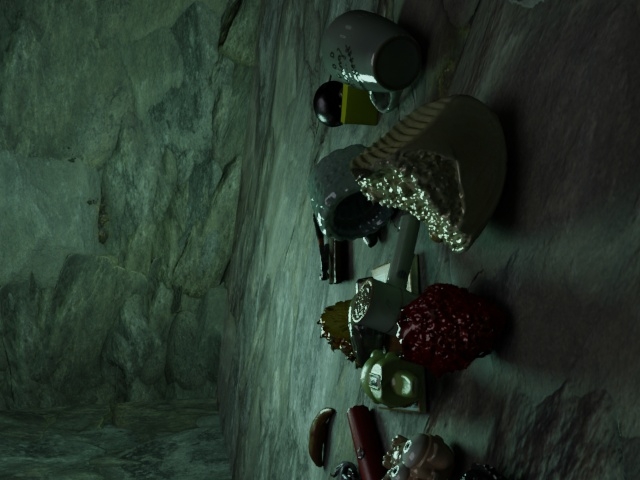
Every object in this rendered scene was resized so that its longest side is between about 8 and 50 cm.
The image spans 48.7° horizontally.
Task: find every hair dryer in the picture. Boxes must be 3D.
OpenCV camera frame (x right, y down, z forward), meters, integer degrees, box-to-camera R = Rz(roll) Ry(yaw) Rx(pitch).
[{"bbox_3d":[0.199,0.043,1.615,0.107,0.173,0.357,150,137,-66],"label":"hair dryer"}]

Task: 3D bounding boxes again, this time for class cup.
[{"bbox_3d":[0.146,-0.421,1.736,0.234,0.186,0.258,45,163,55],"label":"cup"}]

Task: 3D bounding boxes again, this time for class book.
[{"bbox_3d":[0.190,0.236,1.770,0.262,0.028,0.373,150,119,-69],"label":"book"}]

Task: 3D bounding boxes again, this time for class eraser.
[{"bbox_3d":[0.109,-0.375,1.920,0.045,0.097,0.122,-135,46,-65],"label":"eraser"}]

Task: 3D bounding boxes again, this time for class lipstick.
[{"bbox_3d":[0.131,0.577,1.883,0.073,0.073,0.279,110,153,-46],"label":"lipstick"}]

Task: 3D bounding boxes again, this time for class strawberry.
[{"bbox_3d":[0.256,0.162,1.358,0.202,0.187,0.184,-20,43,42],"label":"strawberry"}]

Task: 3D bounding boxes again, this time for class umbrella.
[{"bbox_3d":[0.280,0.535,1.356,0.336,0.128,0.154,101,-176,-51],"label":"umbrella"}]

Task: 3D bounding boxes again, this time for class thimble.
[{"bbox_3d":[0.082,-0.120,1.822,0.250,0.205,0.171,-47,43,39],"label":"thimble"}]

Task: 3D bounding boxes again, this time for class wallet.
[{"bbox_3d":[0.047,0.014,2.195,0.133,0.039,0.243,152,119,-79],"label":"wallet"}]

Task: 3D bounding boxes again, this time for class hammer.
[{"bbox_3d":[0.001,0.000,2.284,0.287,0.033,0.111,-99,9,-55],"label":"hammer"}]

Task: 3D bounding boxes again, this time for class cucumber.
[{"bbox_3d":[0.133,-0.028,1.923,0.048,0.048,0.105,116,147,-53],"label":"cucumber"}]

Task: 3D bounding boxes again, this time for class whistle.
[{"bbox_3d":[0.168,0.319,1.614,0.288,0.106,0.131,161,111,-73],"label":"whistle"}]

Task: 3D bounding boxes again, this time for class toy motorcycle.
[{"bbox_3d":[0.075,0.726,2.042,0.122,0.080,0.215,-120,30,-57],"label":"toy motorcycle"}]

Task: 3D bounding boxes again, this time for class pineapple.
[{"bbox_3d":[0.064,0.281,1.983,0.249,0.140,0.164,-109,18,-55],"label":"pineapple"}]

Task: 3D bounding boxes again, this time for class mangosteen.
[{"bbox_3d":[0.052,-0.406,2.079,0.151,0.137,0.137,-14,74,36],"label":"mangosteen"}]

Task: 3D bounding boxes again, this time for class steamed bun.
[{"bbox_3d":[0.229,-0.116,1.370,0.272,0.273,0.290,50,175,-17],"label":"steamed bun"}]

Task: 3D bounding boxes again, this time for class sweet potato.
[{"bbox_3d":[-0.005,0.633,2.328,0.078,0.058,0.255,40,127,46],"label":"sweet potato"}]

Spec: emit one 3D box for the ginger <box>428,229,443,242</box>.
[{"bbox_3d":[0.247,-0.095,1.569,0.176,0.053,0.193,-166,84,-71],"label":"ginger"}]

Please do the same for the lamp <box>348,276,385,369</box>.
[{"bbox_3d":[0.120,0.215,1.803,0.101,0.101,0.250,-173,80,-72],"label":"lamp"}]

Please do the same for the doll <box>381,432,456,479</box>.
[{"bbox_3d":[0.205,0.501,1.572,0.154,0.119,0.278,-61,6,-19],"label":"doll"}]
